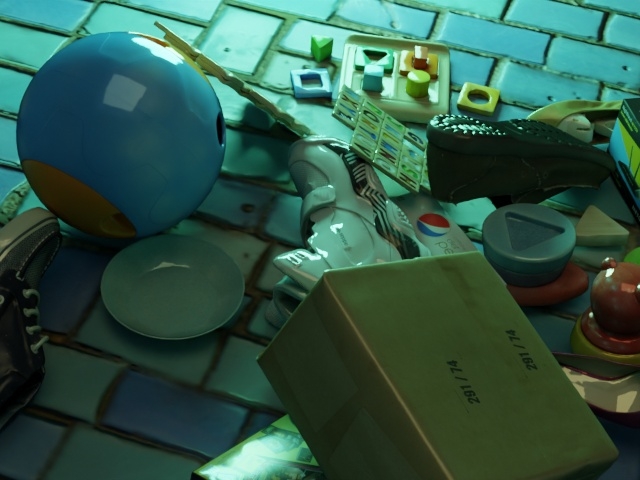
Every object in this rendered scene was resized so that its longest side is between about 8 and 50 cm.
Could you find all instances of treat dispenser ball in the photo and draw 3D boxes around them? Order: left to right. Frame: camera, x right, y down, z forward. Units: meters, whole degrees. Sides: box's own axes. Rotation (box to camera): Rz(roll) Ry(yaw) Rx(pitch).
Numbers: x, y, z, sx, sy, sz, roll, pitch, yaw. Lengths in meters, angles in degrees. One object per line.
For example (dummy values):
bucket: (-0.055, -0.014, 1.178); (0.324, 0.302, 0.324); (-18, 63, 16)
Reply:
treat dispenser ball: (-0.275, -0.145, 1.852); (0.288, 0.288, 0.288); (3, 45, -3)

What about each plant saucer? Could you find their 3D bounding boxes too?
plant saucer: (-0.201, 0.072, 1.822); (0.195, 0.037, 0.195); (3, 45, -3)

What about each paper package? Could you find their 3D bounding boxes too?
paper package: (0.138, 0.193, 1.556); (0.310, 0.168, 0.324); (-5, 52, -44)

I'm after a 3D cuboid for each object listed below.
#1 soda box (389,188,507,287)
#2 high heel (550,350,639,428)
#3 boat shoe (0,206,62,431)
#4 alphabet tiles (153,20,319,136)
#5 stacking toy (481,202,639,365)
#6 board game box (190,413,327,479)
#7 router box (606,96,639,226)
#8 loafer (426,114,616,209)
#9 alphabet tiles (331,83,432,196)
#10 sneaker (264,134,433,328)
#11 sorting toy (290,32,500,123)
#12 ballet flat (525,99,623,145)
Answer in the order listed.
soda box: (0.172, 0.025, 1.884); (0.069, 0.074, 0.216); (-19, 51, -23)
high heel: (0.356, 0.175, 1.675); (0.244, 0.117, 0.082); (8, 69, 29)
boat shoe: (-0.396, 0.111, 1.718); (0.158, 0.127, 0.340); (27, 56, 10)
alphabet tiles: (-0.124, -0.232, 2.002); (0.278, 0.284, 0.021); (37, 94, 26)
stacking toy: (0.390, 0.017, 1.847); (0.280, 0.130, 0.309); (-29, 46, -32)
board game box: (-0.016, 0.278, 1.564); (0.165, 0.042, 0.243); (24, 26, 27)
router box: (0.492, -0.110, 2.010); (0.046, 0.133, 0.179); (-6, 46, -13)
loafer: (0.283, -0.105, 1.969); (0.366, 0.130, 0.134); (3, 21, -37)
alphabet tiles: (0.101, -0.141, 1.968); (0.198, 0.009, 0.237); (35, 22, -7)
sneaker: (0.000, 0.000, 1.844); (0.210, 0.137, 0.366); (-18, 53, -25)
sorting toy: (0.125, -0.276, 2.196); (0.348, 0.047, 0.196); (7, 45, 0)
ballet flat: (0.431, -0.183, 2.108); (0.232, 0.080, 0.073); (-11, 31, -16)
